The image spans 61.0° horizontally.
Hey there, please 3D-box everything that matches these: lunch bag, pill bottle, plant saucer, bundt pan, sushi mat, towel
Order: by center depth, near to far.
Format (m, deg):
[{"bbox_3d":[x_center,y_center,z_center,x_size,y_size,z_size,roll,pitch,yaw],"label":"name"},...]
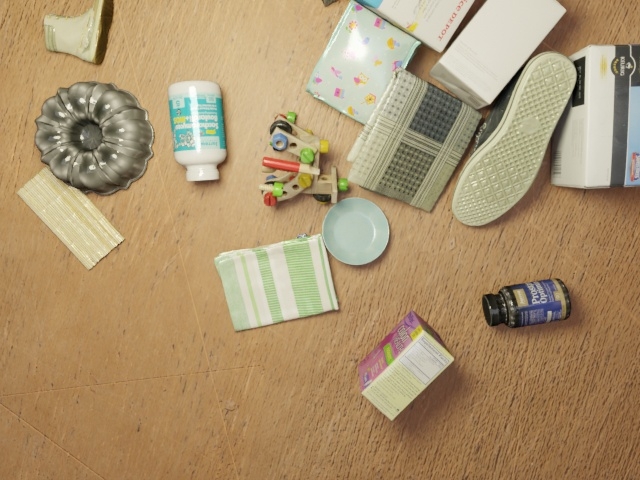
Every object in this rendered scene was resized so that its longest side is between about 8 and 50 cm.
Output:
[{"bbox_3d":[0.109,-0.462,1.461,0.223,0.160,0.262,30,106,-3],"label":"lunch bag"},{"bbox_3d":[0.249,-0.258,1.473,0.312,0.056,0.324,17,108,-30],"label":"towel"},{"bbox_3d":[-0.337,-0.299,1.505,0.146,0.146,0.264,-4,97,2],"label":"pill bottle"},{"bbox_3d":[-0.644,-0.289,1.519,0.330,0.124,0.331,0,96,0],"label":"bundt pan"},{"bbox_3d":[0.582,0.183,1.550,0.219,0.123,0.123,-10,97,2],"label":"pill bottle"},{"bbox_3d":[0.099,-0.025,1.567,0.195,0.037,0.195,1,84,-7],"label":"plant saucer"},{"bbox_3d":[-0.126,0.125,1.592,0.324,0.038,0.248,-12,103,5],"label":"towel"},{"bbox_3d":[-0.740,-0.075,1.611,0.151,0.019,0.316,-41,94,7],"label":"sushi mat"}]

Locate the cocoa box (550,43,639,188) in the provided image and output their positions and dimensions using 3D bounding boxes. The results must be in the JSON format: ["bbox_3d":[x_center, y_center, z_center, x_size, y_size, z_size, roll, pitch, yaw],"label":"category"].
[{"bbox_3d":[0.763,-0.315,1.425,0.228,0.231,0.347,-2,97,1],"label":"cocoa box"}]

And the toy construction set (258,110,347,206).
[{"bbox_3d":[-0.031,-0.192,1.446,0.237,0.309,0.257,10,105,-4],"label":"toy construction set"}]

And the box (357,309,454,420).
[{"bbox_3d":[0.231,0.344,1.535,0.117,0.213,0.243,44,97,-4],"label":"box"}]

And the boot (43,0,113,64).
[{"bbox_3d":[-0.674,-0.615,1.512,0.165,0.077,0.213,15,100,2],"label":"boot"}]

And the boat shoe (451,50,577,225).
[{"bbox_3d":[0.515,-0.266,1.484,0.186,0.156,0.500,21,112,-3],"label":"boat shoe"}]

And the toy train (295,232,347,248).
[{"bbox_3d":[0.000,0.000,1.593,0.158,0.027,0.036,5,94,1],"label":"toy train"}]

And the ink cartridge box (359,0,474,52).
[{"bbox_3d":[0.223,-0.640,1.360,0.270,0.197,0.198,24,110,-25],"label":"ink cartridge box"}]

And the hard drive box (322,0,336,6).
[{"bbox_3d":[0.075,-0.773,1.460,0.232,0.089,0.181,-25,96,5],"label":"hard drive box"}]

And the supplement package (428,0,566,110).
[{"bbox_3d":[0.457,-0.519,1.436,0.175,0.177,0.293,38,97,-3],"label":"supplement package"}]
